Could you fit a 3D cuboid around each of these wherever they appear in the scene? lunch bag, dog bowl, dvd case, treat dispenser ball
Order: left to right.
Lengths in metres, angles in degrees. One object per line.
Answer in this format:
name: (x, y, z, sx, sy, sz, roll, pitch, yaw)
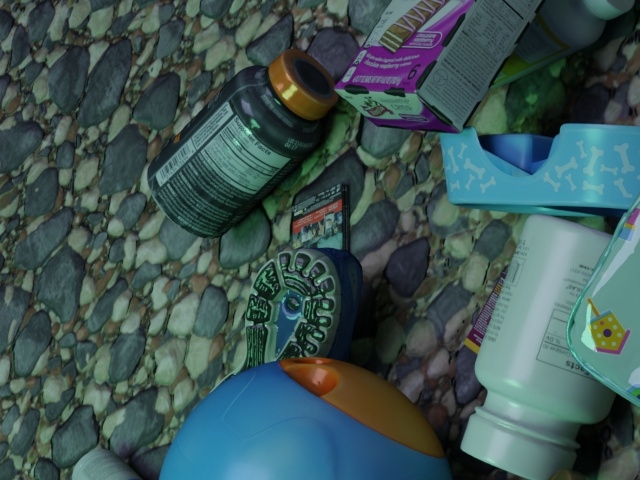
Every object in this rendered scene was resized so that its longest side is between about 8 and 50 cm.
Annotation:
treat dispenser ball: (-0.013, 0.255, 1.560, 0.288, 0.288, 0.288, -24, 56, 42)
dvd case: (0.000, 0.000, 1.882, 0.087, 0.013, 0.119, -25, 54, 41)
dog bowl: (0.237, -0.062, 1.520, 0.297, 0.166, 0.074, 4, 89, 50)
lunch bag: (0.350, 0.036, 1.326, 0.224, 0.108, 0.279, 33, 104, 18)

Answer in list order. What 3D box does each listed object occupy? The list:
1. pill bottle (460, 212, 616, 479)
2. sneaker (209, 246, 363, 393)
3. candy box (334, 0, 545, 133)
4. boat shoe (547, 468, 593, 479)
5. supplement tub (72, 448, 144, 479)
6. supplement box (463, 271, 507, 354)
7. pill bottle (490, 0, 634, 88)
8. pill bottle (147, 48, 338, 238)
pill bottle: (0.215, 0.102, 1.486, 0.131, 0.131, 0.229, 19, 89, 52)
sneaker: (-0.030, 0.152, 1.769, 0.130, 0.147, 0.330, 34, 114, 22)
candy box: (0.132, -0.220, 1.581, 0.233, 0.071, 0.159, -57, 27, -12)
boat shoe: (0.219, 0.370, 1.365, 0.123, 0.123, 0.342, 134, 153, -63)
supplement tub: (-0.254, 0.309, 1.996, 0.107, 0.071, 0.071, 33, 99, 51)
supplement box: (0.188, 0.081, 1.589, 0.043, 0.055, 0.083, 37, 103, 49)
pill bottle: (0.224, -0.231, 1.648, 0.184, 0.103, 0.103, -23, 57, 42)
pill bottle: (-0.088, -0.121, 1.947, 0.246, 0.130, 0.130, -42, 46, 29)
